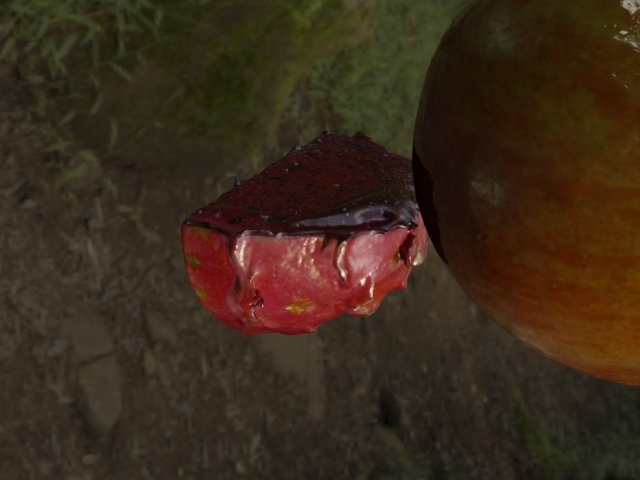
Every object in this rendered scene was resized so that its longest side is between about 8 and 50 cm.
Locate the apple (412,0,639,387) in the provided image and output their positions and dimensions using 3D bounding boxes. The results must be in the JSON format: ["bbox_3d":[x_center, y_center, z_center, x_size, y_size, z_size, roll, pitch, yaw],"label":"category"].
[{"bbox_3d":[0.206,-0.045,0.685,0.301,0.301,0.302,-7,90,-67],"label":"apple"}]

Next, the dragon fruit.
[{"bbox_3d":[0.000,0.000,0.965,0.163,0.189,0.261,38,35,6],"label":"dragon fruit"}]
